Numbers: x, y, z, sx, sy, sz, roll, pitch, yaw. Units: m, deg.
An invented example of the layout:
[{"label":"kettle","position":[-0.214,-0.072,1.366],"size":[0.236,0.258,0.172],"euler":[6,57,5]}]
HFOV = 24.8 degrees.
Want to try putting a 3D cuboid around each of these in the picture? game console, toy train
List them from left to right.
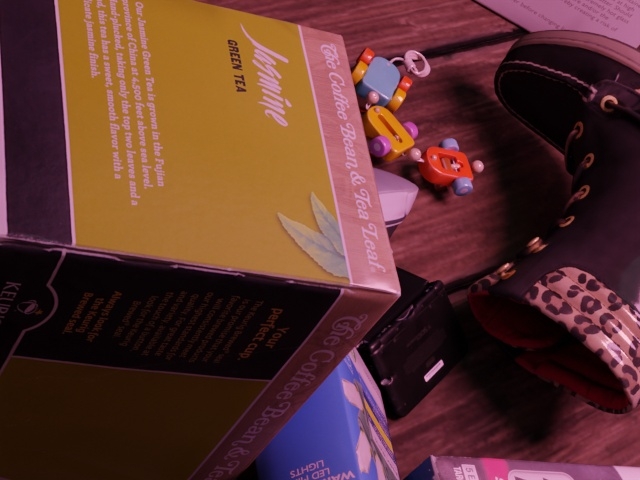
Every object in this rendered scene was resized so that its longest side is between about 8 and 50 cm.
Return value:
[{"label":"game console","position":[0.056,0.082,1.259],"size":[0.122,0.071,0.107],"euler":[-39,110,-44]},{"label":"toy train","position":[0.082,-0.110,1.409],"size":[0.125,0.046,0.166],"euler":[3,55,-36]}]

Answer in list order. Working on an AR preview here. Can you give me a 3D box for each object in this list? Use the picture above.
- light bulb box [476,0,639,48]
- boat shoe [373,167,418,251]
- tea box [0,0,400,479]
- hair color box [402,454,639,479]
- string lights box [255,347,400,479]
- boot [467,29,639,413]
[{"label":"light bulb box","position":[0.352,-0.449,1.623],"size":[0.225,0.361,0.358],"euler":[27,45,-11]},{"label":"boat shoe","position":[0.004,0.001,1.218],"size":[0.113,0.105,0.306],"euler":[17,16,8]},{"label":"tea box","position":[-0.176,0.018,0.940],"size":[0.324,0.329,0.220],"euler":[10,50,-27]},{"label":"hair color box","position":[0.226,0.273,1.145],"size":[0.347,0.105,0.174],"euler":[8,52,-28]},{"label":"string lights box","position":[0.011,0.182,1.028],"size":[0.259,0.077,0.133],"euler":[-102,168,-45]},{"label":"boot","position":[0.242,-0.027,1.333],"size":[0.284,0.138,0.377],"euler":[-41,56,-19]}]
